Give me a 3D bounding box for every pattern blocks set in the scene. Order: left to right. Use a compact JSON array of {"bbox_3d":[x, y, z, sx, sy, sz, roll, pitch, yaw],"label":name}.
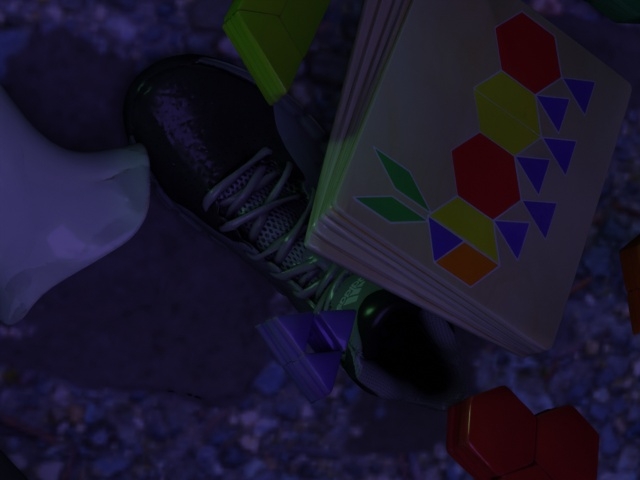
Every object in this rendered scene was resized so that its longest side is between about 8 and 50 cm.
[{"bbox_3d":[0.073,-0.041,0.915,0.285,0.026,0.325,41,56,-16],"label":"pattern blocks set"}]

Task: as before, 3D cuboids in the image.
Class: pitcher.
[{"bbox_3d":[-0.212,-0.026,0.894,0.207,0.125,0.178,32,109,-28],"label":"pitcher"}]

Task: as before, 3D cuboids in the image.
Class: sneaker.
[{"bbox_3d":[0.000,0.000,0.935,0.086,0.132,0.229,-45,108,0],"label":"sneaker"}]

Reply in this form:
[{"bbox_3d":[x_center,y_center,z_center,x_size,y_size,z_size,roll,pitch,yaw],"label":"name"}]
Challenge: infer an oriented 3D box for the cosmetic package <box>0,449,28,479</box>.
[{"bbox_3d":[-0.259,0.273,0.920,0.365,0.155,0.197,-41,111,-4],"label":"cosmetic package"}]
